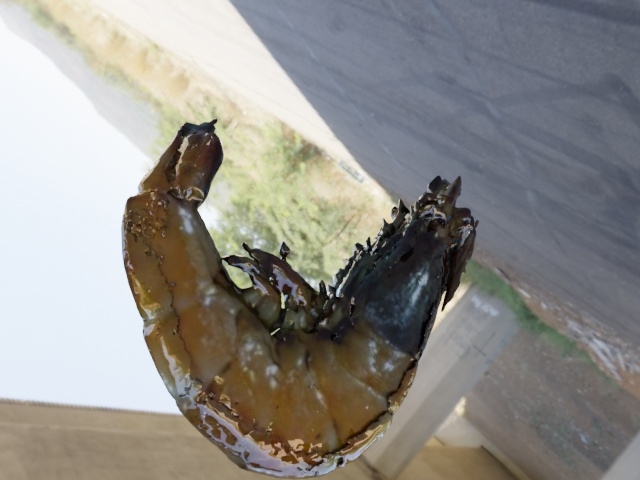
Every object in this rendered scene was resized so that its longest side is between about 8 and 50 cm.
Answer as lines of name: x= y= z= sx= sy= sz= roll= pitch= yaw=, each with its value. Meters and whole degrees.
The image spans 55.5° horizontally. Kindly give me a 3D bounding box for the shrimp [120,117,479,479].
shrimp: x=0.000 y=0.000 z=0.403 sx=0.222 sy=0.290 sz=0.054 roll=50 pitch=141 yaw=-3
